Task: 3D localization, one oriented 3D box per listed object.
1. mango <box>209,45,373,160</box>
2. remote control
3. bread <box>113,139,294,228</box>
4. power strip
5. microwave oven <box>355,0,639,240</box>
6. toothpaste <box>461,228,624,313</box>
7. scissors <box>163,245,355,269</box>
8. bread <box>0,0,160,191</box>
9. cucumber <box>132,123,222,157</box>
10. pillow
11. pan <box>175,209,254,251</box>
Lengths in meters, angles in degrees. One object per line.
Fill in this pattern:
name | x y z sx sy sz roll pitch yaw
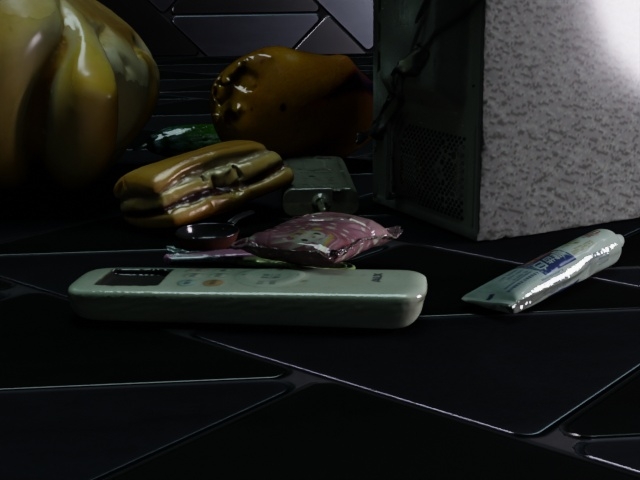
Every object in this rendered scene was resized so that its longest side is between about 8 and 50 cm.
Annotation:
mango | -0.036 -0.188 1.554 0.287 0.201 0.152 -6 48 -47
remote control | -0.063 0.047 0.941 0.310 0.038 0.090 1 15 8
bread | -0.136 -0.070 1.282 0.200 0.077 0.116 -23 11 -37
power strip | -0.005 -0.068 1.376 0.092 0.034 0.268 -1 15 -3
microwave oven | 0.240 -0.247 1.268 0.375 0.431 0.236 -9 17 -25
toothpaste | 0.220 0.028 1.013 0.060 0.038 0.233 9 20 44
scissors | -0.062 0.017 1.089 0.187 0.020 0.133 1 12 -5
bread | -0.342 -0.230 1.430 0.245 0.328 0.424 0 9 0
cucumber | -0.170 -0.155 1.672 0.250 0.056 0.056 -5 15 -26
pillow | 0.000 0.000 1.033 0.118 0.043 0.185 6 13 24
pan | -0.107 -0.008 1.175 0.068 0.023 0.115 8 20 33
